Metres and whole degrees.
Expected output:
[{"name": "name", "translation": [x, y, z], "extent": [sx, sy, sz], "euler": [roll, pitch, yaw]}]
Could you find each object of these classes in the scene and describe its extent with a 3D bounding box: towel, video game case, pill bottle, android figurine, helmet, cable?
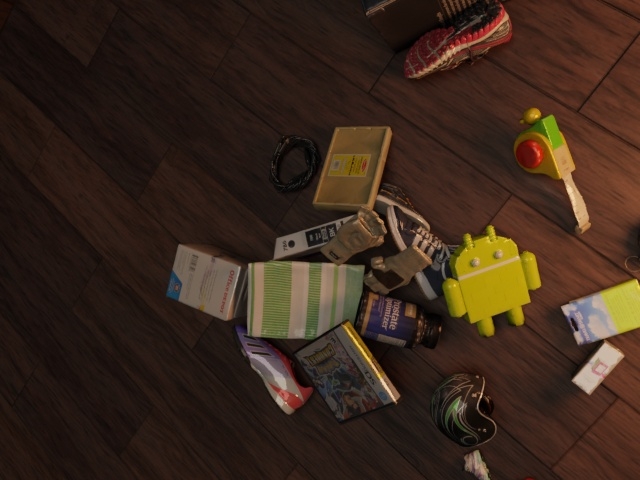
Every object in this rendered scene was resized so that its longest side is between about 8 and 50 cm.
[{"name": "towel", "translation": [-0.046, 0.176, 1.515], "extent": [0.324, 0.038, 0.248], "euler": [4, 110, 3]}, {"name": "video game case", "translation": [0.063, 0.368, 1.469], "extent": [0.248, 0.035, 0.275], "euler": [55, 138, 6]}, {"name": "pill bottle", "translation": [0.205, 0.218, 1.431], "extent": [0.219, 0.123, 0.123], "euler": [13, 94, 2]}, {"name": "android figurine", "translation": [0.424, 0.099, 1.340], "extent": [0.248, 0.056, 0.273], "euler": [-17, 102, -5]}, {"name": "helmet", "translation": [0.361, 0.420, 1.361], "extent": [0.169, 0.169, 0.162], "euler": [-34, 93, 19]}, {"name": "cable", "translation": [-0.083, -0.226, 1.632], "extent": [0.150, 0.047, 0.185], "euler": [25, 96, 17]}]

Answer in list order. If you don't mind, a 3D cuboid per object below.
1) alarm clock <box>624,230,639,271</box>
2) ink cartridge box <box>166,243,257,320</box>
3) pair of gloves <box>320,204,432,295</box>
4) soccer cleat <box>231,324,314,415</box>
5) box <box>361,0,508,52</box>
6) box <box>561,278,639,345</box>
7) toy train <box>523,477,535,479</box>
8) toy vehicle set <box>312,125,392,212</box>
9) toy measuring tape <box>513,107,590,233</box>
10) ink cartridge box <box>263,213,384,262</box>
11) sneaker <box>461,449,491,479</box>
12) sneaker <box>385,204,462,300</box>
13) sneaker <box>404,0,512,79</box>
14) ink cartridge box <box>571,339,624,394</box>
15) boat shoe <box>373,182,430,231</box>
[{"name": "alarm clock", "translation": [0.796, 0.010, 1.242], "extent": [0.192, 0.064, 0.129], "euler": [-41, 74, 20]}, {"name": "ink cartridge box", "translation": [-0.315, 0.123, 1.649], "extent": [0.232, 0.168, 0.171], "euler": [19, 97, 22]}, {"name": "pair of gloves", "translation": [0.143, 0.034, 1.389], "extent": [0.240, 0.042, 0.204], "euler": [36, 132, -7]}, {"name": "soccer cleat", "translation": [-0.149, 0.367, 1.621], "extent": [0.116, 0.108, 0.318], "euler": [-38, 72, -3]}, {"name": "box", "translation": [0.298, -0.823, 1.342], "extent": [0.471, 0.297, 0.480], "euler": [-18, 82, 20]}, {"name": "box", "translation": [0.689, 0.174, 1.291], "extent": [0.178, 0.042, 0.109], "euler": [-25, 79, 21]}, {"name": "toy train", "translation": [0.595, 0.689, 1.293], "extent": [0.248, 0.105, 0.144], "euler": [7, 102, 23]}, {"name": "toy vehicle set", "translation": [0.090, -0.202, 1.494], "extent": [0.165, 0.035, 0.267], "euler": [5, 64, 24]}, {"name": "toy measuring tape", "translation": [0.564, -0.169, 1.333], "extent": [0.121, 0.121, 0.330], "euler": [-21, 98, 21]}, {"name": "ink cartridge box", "translation": [0.000, 0.000, 1.521], "extent": [0.332, 0.165, 0.065], "euler": [-17, 81, 20]}, {"name": "sneaker", "translation": [0.404, 0.606, 1.407], "extent": [0.069, 0.038, 0.098], "euler": [-25, 70, 22]}, {"name": "sneaker", "translation": [0.292, 0.009, 1.411], "extent": [0.153, 0.099, 0.282], "euler": [-25, 99, 22]}, {"name": "sneaker", "translation": [0.356, -0.501, 1.417], "extent": [0.299, 0.112, 0.121], "euler": [-20, 56, 34]}, {"name": "ink cartridge box", "translation": [0.658, 0.298, 1.276], "extent": [0.052, 0.088, 0.122], "euler": [41, 103, 21]}, {"name": "boat shoe", "translation": [0.230, -0.091, 1.481], "extent": [0.183, 0.083, 0.065], "euler": [32, 142, -3]}]
